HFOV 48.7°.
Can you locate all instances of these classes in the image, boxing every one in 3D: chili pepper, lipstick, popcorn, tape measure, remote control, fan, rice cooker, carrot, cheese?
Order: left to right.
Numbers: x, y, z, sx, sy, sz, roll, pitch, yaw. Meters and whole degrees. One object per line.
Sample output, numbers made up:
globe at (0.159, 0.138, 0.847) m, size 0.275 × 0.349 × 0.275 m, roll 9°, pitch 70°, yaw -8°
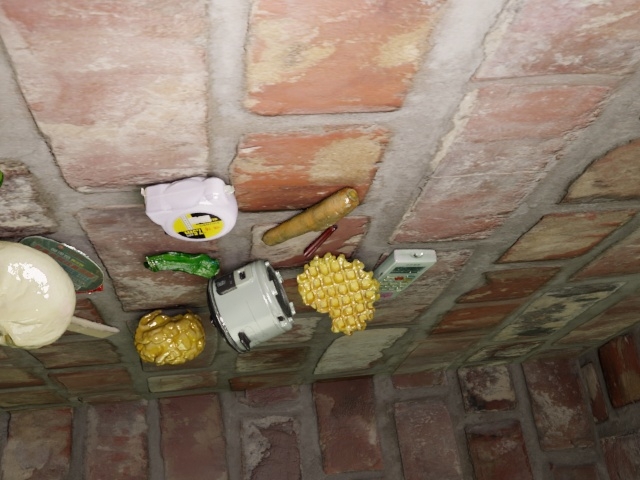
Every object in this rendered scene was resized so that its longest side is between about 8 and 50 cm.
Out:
fan at (-0.666, 0.090, 1.822) m, size 0.223 × 0.012 × 0.294 m, roll 13°, pitch 139°, yaw -6°
cheese at (-0.825, 0.270, 2.323) m, size 0.085 × 0.034 × 0.400 m, roll -13°, pitch 157°, yaw 24°
popcorn at (-0.514, 0.328, 2.374) m, size 0.250 × 0.190 × 0.250 m, roll -12°, pitch 169°, yaw -2°
chili pepper at (-0.378, 0.060, 1.921) m, size 0.224 × 0.061 × 0.098 m, roll 11°, pitch 156°, yaw -35°
tape measure at (-0.282, -0.075, 1.583) m, size 0.196 × 0.105 × 0.178 m, roll -9°, pitch 150°, yaw 0°
rice cooker at (-0.210, 0.189, 2.028) m, size 0.226 × 0.281 × 0.241 m, roll -24°, pitch 134°, yaw 5°
carrot at (-0.033, -0.046, 1.775) m, size 0.070 × 0.070 × 0.342 m, roll 14°, pitch 151°, yaw -42°
lipstick at (0.000, 0.000, 1.943) m, size 0.027 × 0.027 × 0.176 m, roll 4°, pitch 154°, yaw -26°
remote control at (0.236, 0.112, 2.257) m, size 0.145 × 0.050 × 0.344 m, roll 0°, pitch 156°, yaw -18°

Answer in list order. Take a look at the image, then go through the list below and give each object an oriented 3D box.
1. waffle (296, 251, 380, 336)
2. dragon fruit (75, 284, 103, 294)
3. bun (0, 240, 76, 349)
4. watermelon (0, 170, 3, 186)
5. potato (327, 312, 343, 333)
waffle at (0.047, 0.157, 2.089) m, size 0.253 × 0.056 × 0.249 m, roll 18°, pitch 111°, yaw 0°
dragon fruit at (-0.657, 0.084, 1.877) m, size 0.162 × 0.083 × 0.106 m, roll -1°, pitch 140°, yaw 17°
bun at (-0.798, 0.156, 1.739) m, size 0.360 × 0.213 × 0.361 m, roll 2°, pitch 142°, yaw 2°
watermelon at (-0.685, -0.112, 1.403) m, size 0.105 × 0.062 × 0.105 m, roll -8°, pitch 163°, yaw -3°
potato at (0.069, 0.180, 2.225) m, size 0.117 × 0.202 × 0.182 m, roll 33°, pitch 154°, yaw -9°
